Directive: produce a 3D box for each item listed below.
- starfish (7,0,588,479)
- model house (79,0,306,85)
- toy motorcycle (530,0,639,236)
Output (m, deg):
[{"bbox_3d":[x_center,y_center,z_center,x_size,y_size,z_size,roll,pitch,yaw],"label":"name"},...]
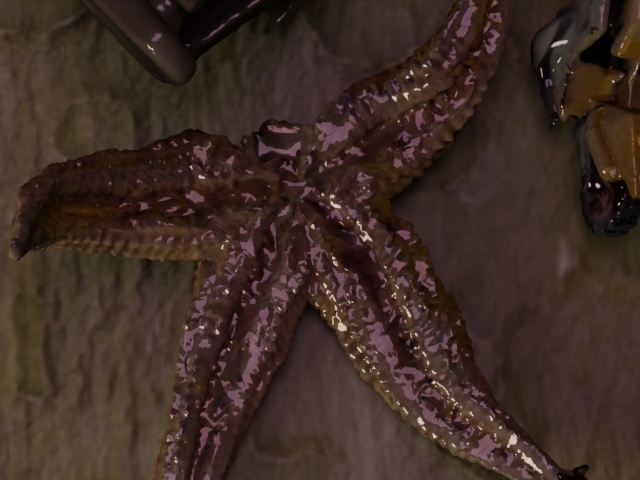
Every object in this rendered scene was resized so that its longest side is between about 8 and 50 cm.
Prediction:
[{"bbox_3d":[-0.005,0.003,1.139,0.398,0.132,0.383,-11,78,-20],"label":"starfish"},{"bbox_3d":[-0.092,-0.203,1.198,0.188,0.122,0.229,-35,60,-16],"label":"model house"},{"bbox_3d":[0.203,-0.122,1.185,0.094,0.130,0.229,9,69,-20],"label":"toy motorcycle"}]
